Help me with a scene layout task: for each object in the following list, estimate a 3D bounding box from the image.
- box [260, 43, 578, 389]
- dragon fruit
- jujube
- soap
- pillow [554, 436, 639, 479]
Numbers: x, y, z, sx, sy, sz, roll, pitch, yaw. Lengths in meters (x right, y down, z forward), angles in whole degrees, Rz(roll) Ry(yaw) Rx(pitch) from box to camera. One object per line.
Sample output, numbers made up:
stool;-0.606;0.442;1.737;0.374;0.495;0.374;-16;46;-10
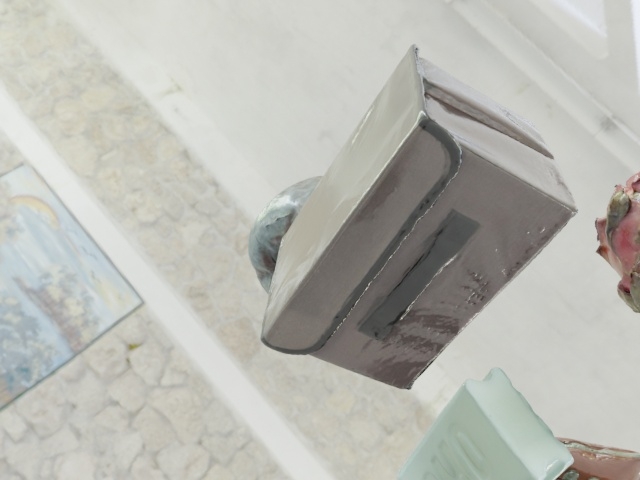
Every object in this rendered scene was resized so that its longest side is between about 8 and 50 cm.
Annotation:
box;0.077;-0.013;0.575;0.153;0.188;0.252;26;-59;-12
dragon fruit;0.539;0.011;0.836;0.291;0.268;0.250;-136;-140;-57
jujube;0.005;0.008;1.169;0.215;0.308;0.246;43;-64;10
soap;0.168;0.245;0.689;0.119;0.066;0.198;55;-39;34
pillow;0.375;0.368;0.922;0.171;0.075;0.179;5;-60;21
